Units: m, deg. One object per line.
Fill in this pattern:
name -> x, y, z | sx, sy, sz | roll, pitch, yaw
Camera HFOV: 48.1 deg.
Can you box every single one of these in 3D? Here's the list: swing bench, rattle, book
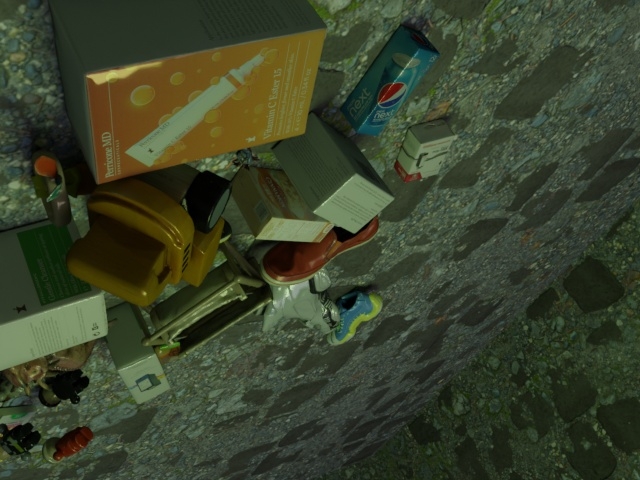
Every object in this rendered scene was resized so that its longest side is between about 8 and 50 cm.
swing bench -> -0.261, 0.130, 1.602 | 0.253, 0.165, 0.255 | -34, 152, 4
rattle -> -0.377, -0.098, 1.124 | 0.142, 0.130, 0.199 | -1, 164, -25
book -> -0.780, 0.458, 1.770 | 0.144, 0.035, 0.096 | -46, 153, 22

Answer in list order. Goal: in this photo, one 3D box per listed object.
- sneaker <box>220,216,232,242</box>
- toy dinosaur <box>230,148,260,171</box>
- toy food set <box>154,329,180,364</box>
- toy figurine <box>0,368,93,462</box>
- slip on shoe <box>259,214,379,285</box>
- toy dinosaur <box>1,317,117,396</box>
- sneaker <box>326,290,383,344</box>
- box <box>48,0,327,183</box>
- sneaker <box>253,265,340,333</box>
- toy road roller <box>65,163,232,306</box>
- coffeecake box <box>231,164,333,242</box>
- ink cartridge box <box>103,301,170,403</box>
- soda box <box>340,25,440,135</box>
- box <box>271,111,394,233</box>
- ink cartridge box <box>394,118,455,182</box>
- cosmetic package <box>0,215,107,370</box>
sneaker -> -0.284, 0.004, 1.475 | 0.208, 0.082, 0.094 | -13, 150, -12
toy dinosaur -> -0.149, -0.175, 1.376 | 0.090, 0.047, 0.082 | -50, 163, -48
toy food set -> -0.379, 0.282, 1.863 | 0.132, 0.039, 0.192 | -14, 147, -30
toy figurine -> -0.637, 0.395, 1.622 | 0.148, 0.213, 0.209 | -28, 153, 30
slip on shoe -> 0.000, 0.000, 1.693 | 0.331, 0.123, 0.101 | -27, 155, -21
toy dinosaur -> -0.536, 0.218, 1.436 | 0.127, 0.200, 0.295 | -44, 150, 24
sneaker -> 0.072, 0.225, 2.188 | 0.126, 0.091, 0.240 | 25, 122, -36
box -> -0.192, -0.249, 1.053 | 0.345, 0.168, 0.215 | -18, 149, -23
sneaker -> -0.075, 0.162, 1.873 | 0.210, 0.137, 0.366 | -26, 146, -9
toy road roller -> -0.296, 0.005, 1.183 | 0.241, 0.202, 0.330 | -64, 180, -31
coffeecake box -> -0.078, -0.073, 1.475 | 0.185, 0.142, 0.068 | 3, 137, -47
ink cartridge box -> -0.431, 0.262, 1.657 | 0.093, 0.154, 0.212 | -24, 150, -17
soda box -> 0.131, -0.303, 1.383 | 0.067, 0.071, 0.210 | -1, 140, -44
box -> 0.027, -0.132, 1.442 | 0.119, 0.182, 0.181 | -41, 151, 15
ink cartridge box -> 0.240, -0.206, 1.661 | 0.099, 0.056, 0.135 | -17, 150, -23
cosmetic package -> -0.578, 0.115, 1.238 | 0.365, 0.197, 0.155 | -19, 150, -25
